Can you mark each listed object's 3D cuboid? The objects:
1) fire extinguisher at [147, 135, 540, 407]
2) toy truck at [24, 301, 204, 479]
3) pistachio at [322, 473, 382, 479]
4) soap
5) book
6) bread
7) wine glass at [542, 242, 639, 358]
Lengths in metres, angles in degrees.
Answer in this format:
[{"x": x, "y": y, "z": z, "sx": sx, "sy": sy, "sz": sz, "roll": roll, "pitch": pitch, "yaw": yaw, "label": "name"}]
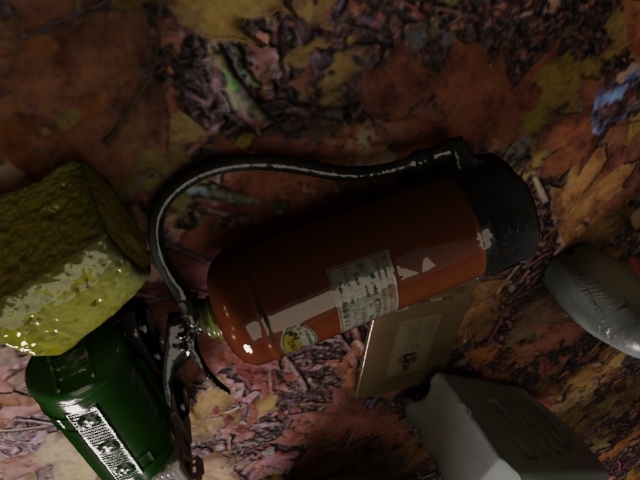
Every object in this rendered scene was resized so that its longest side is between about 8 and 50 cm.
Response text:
[{"x": 0.000, "y": 0.002, "z": 0.480, "sx": 0.376, "sy": 0.113, "sz": 0.200, "roll": -22, "pitch": 88, "yaw": -6, "label": "fire extinguisher"}, {"x": -0.192, "y": 0.165, "z": 0.494, "sx": 0.101, "sy": 0.125, "sz": 0.242, "roll": -17, "pitch": 131, "yaw": -10, "label": "toy truck"}, {"x": 0.050, "y": 0.522, "z": 0.776, "sx": 0.365, "sy": 0.281, "sz": 0.445, "roll": -5, "pitch": 147, "yaw": -3, "label": "pistachio"}, {"x": 0.274, "y": 0.295, "z": 0.736, "sx": 0.289, "sy": 0.173, "sz": 0.095, "roll": 20, "pitch": 115, "yaw": -37, "label": "soap"}, {"x": 0.120, "y": 0.126, "z": 0.658, "sx": 0.138, "sy": 0.016, "sz": 0.199, "roll": -6, "pitch": 127, "yaw": -19, "label": "book"}, {"x": -0.197, "y": 0.016, "z": 0.384, "sx": 0.114, "sy": 0.129, "sz": 0.111, "roll": -33, "pitch": 153, "yaw": -2, "label": "bread"}, {"x": 0.317, "y": 0.172, "z": 0.576, "sx": 0.264, "sy": 0.309, "sz": 0.096, "roll": -39, "pitch": 128, "yaw": 7, "label": "wine glass"}]
